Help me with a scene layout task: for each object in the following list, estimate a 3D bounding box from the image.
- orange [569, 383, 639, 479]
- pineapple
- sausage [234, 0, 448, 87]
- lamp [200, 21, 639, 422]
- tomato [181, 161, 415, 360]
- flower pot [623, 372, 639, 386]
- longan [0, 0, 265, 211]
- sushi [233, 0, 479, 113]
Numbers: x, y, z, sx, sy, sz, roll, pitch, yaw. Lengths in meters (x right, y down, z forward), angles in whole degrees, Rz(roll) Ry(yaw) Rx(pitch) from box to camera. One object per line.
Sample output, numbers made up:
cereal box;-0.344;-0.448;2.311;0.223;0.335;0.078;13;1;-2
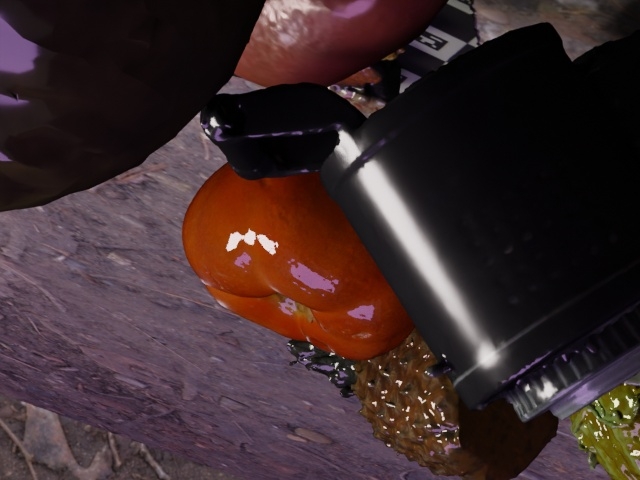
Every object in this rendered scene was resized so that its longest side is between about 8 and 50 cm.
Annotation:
orange;0.380;0.166;1.911;0.300;0.223;0.301;2;155;30
pineapple;0.097;0.153;2.226;0.202;0.202;0.362;33;165;-35
sausage;0.005;-0.184;1.428;0.148;0.148;0.254;29;159;-26
lamp;0.131;-0.004;1.414;0.374;0.272;0.205;-14;171;3
tomato;-0.004;-0.002;1.890;0.260;0.180;0.260;18;159;7
flower pot;0.222;-0.005;1.635;0.239;0.189;0.209;13;161;24
longan;-0.213;-0.205;1.223;0.391;0.391;0.391;18;162;6
sushi;0.009;-0.151;1.660;0.264;0.050;0.290;16;162;13
